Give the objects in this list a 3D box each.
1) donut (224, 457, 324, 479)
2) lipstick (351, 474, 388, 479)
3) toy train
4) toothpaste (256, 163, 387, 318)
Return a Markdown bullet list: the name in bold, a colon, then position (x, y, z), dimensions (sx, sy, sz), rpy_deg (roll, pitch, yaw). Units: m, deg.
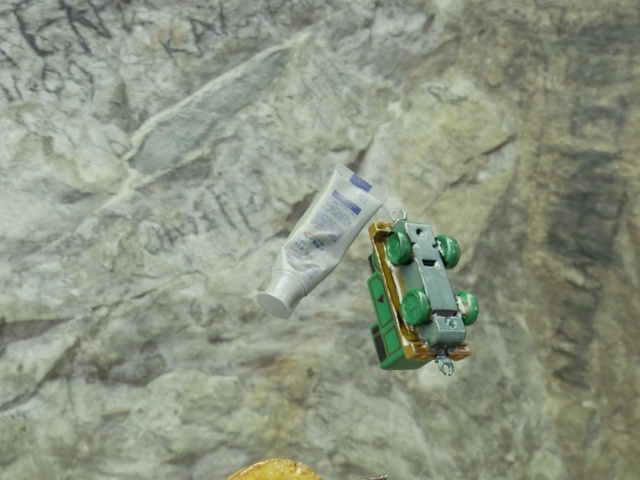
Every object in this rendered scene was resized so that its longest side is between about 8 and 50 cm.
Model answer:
- **donut**: position (-0.051, 0.288, 0.733), dimensions (0.151, 0.058, 0.152), rpy_deg (7, -105, -25)
- **lipstick**: position (0.080, 0.589, 1.825), dimensions (0.176, 0.027, 0.027), rpy_deg (-4, -70, -20)
- **toy train**: position (0.212, 0.132, 1.768), dimensions (0.178, 0.429, 0.249), rpy_deg (5, -34, -30)
- **toothpaste**: position (0.000, 0.000, 1.126), dimensions (0.266, 0.096, 0.061), rpy_deg (-54, 1, -29)
